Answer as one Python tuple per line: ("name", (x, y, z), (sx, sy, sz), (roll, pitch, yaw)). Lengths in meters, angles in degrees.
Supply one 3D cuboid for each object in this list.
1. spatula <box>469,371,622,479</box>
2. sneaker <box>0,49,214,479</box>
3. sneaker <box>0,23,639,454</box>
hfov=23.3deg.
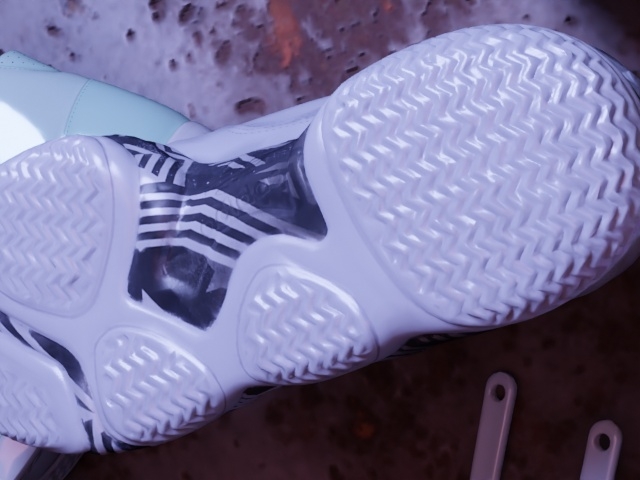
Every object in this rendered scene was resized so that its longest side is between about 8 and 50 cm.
("spatula", (0.113, 0.192, 0.748), (0.168, 0.019, 0.242), (14, 97, 40))
("sneaker", (-0.170, 0.027, 0.818), (0.151, 0.094, 0.256), (28, 91, 10))
("sneaker", (0.000, 0.000, 0.709), (0.366, 0.210, 0.137), (-16, 87, 29))
